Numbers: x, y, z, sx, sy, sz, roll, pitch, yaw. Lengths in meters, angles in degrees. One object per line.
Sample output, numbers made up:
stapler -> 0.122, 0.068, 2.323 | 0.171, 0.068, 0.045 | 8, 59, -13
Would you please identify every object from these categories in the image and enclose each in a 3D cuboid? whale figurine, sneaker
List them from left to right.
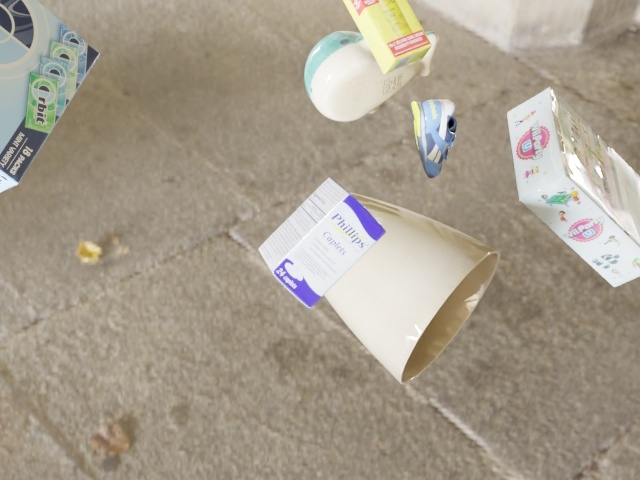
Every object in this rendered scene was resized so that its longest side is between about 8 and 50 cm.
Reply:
whale figurine -> 0.094, -0.342, 1.967 | 0.272, 0.216, 0.141 | -22, 57, -16
sneaker -> 0.159, -0.138, 1.390 | 0.059, 0.144, 0.053 | -16, 56, -1

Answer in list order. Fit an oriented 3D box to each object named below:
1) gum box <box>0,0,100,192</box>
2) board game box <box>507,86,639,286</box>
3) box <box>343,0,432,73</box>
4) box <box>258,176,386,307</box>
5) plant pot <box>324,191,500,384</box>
gum box -> -0.303, -0.159, 0.873 | 0.041, 0.184, 0.157 | -14, 44, 48
board game box -> 0.463, -0.092, 1.795 | 0.303, 0.097, 0.224 | 37, 38, -33
box -> 0.099, -0.411, 1.777 | 0.087, 0.058, 0.232 | -23, 81, -20
box -> 0.000, 0.000, 1.283 | 0.137, 0.072, 0.126 | -45, 18, 2
plant pot -> 0.100, 0.046, 1.630 | 0.274, 0.257, 0.256 | 36, 48, 18
